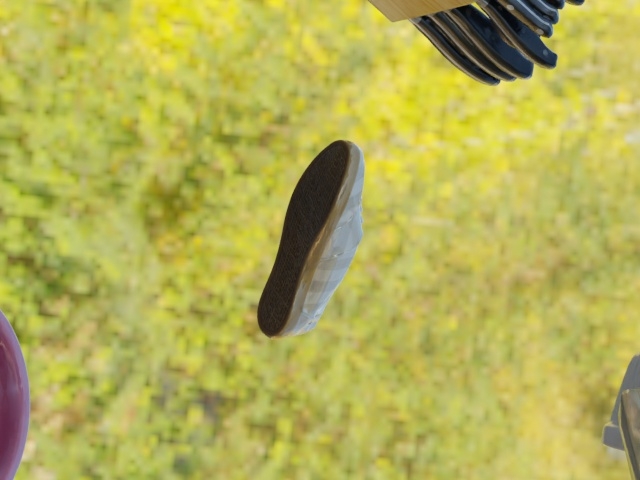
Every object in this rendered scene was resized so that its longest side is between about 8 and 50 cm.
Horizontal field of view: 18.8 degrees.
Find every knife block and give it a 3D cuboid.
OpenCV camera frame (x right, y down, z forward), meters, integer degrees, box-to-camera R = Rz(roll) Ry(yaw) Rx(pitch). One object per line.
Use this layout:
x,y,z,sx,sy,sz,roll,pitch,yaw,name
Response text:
0.060,-0.224,1.438,0.242,0.275,0.088,86,26,-62,knife block

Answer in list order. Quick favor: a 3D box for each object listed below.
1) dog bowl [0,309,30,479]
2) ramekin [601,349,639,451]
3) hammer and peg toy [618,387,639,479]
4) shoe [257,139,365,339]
-0.523,0.206,2.376,0.408,0.150,0.408,5,84,-53,dog bowl
0.390,0.174,1.926,0.207,0.207,0.109,70,33,-86,ramekin
0.344,0.215,1.315,0.361,0.266,0.127,-89,-179,-58,hammer and peg toy
0.000,0.000,1.945,0.076,0.058,0.219,44,-63,48,shoe
